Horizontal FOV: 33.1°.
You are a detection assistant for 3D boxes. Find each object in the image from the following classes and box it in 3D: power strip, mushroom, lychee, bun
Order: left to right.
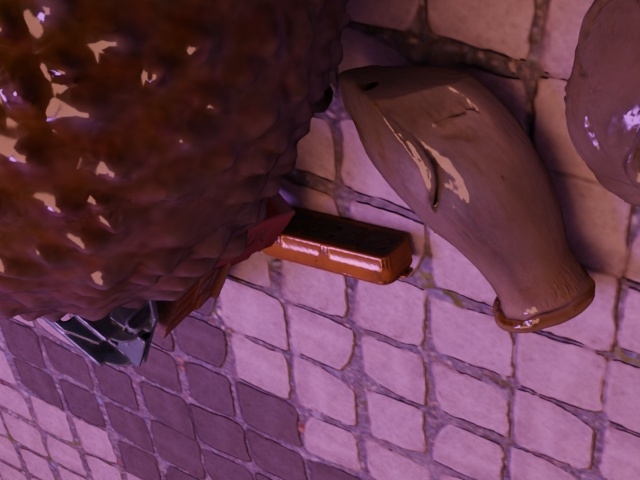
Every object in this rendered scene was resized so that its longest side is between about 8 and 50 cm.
[{"bbox_3d":[-0.172,-0.135,0.673,0.380,0.432,0.381,-6,84,59],"label":"lychee"},{"bbox_3d":[0.000,0.000,0.948,0.178,0.049,0.028,13,128,31],"label":"power strip"},{"bbox_3d":[0.113,-0.037,0.782,0.108,0.096,0.247,-33,107,25],"label":"mushroom"},{"bbox_3d":[0.220,-0.081,0.628,0.166,0.113,0.173,39,140,3],"label":"bun"}]

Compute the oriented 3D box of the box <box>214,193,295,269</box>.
[{"bbox_3d":[-0.106,-0.049,0.910,0.156,0.111,0.060,50,120,11],"label":"box"}]

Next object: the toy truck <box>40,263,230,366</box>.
[{"bbox_3d":[-0.256,-0.035,1.020,0.338,0.184,0.133,37,142,7],"label":"toy truck"}]
